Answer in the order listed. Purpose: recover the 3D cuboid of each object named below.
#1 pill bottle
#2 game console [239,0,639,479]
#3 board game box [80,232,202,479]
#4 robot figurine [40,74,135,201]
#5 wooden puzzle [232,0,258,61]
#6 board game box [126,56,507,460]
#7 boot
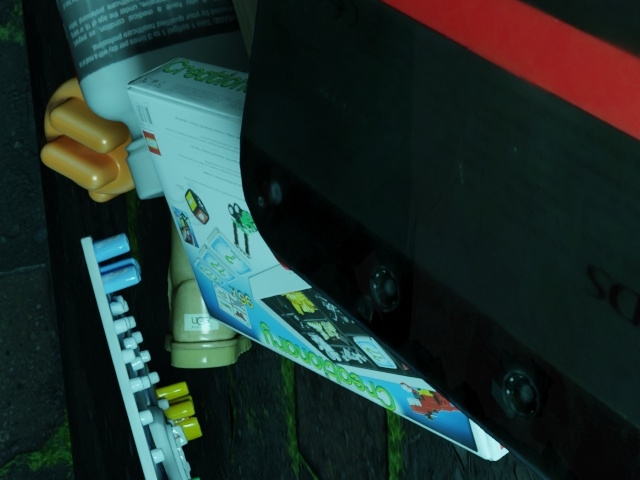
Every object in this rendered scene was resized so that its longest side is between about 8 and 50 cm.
[{"bbox_3d":[-0.132,-0.204,1.168,0.176,0.176,0.318,166,88,-72],"label":"pill bottle"},{"bbox_3d":[0.099,-0.075,0.568,0.386,0.060,0.342,37,127,43],"label":"game console"},{"bbox_3d":[-0.153,0.240,1.526,0.390,0.050,0.390,79,171,-54],"label":"board game box"},{"bbox_3d":[-0.192,-0.126,1.414,0.219,0.128,0.158,-42,-62,-57],"label":"robot figurine"},{"bbox_3d":[0.022,-0.155,0.908,0.322,0.080,0.348,116,136,-61],"label":"wooden puzzle"},{"bbox_3d":[0.000,0.000,0.867,0.305,0.053,0.193,22,136,50],"label":"board game box"},{"bbox_3d":[-0.111,-0.021,1.380,0.236,0.089,0.269,-164,73,-81],"label":"boot"}]
